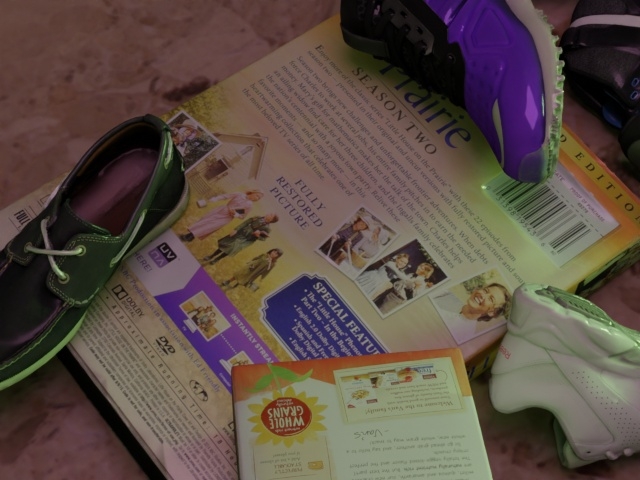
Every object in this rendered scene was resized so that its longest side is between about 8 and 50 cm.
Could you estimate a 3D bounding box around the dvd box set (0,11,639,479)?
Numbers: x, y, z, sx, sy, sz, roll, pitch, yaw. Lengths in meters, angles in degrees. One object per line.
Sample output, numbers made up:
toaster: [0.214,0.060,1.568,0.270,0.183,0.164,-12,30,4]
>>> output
dvd box set: [0.000,0.000,1.152,0.420,0.062,0.307,-34,68,-20]

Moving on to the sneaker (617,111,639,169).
sneaker: [0.330,-0.002,1.158,0.108,0.100,0.271,-41,71,-18]

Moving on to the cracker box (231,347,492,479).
cracker box: [0.029,0.176,0.943,0.155,0.067,0.232,-4,42,-4]

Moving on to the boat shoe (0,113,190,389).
boat shoe: [-0.181,0.005,1.059,0.084,0.079,0.233,35,66,14]

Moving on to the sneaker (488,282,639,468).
sneaker: [0.221,0.119,1.096,0.232,0.090,0.115,24,104,-9]

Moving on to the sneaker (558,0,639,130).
sneaker: [0.298,-0.129,1.244,0.217,0.079,0.121,19,64,16]

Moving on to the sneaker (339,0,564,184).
sneaker: [0.091,-0.155,1.161,0.146,0.102,0.293,-10,55,-4]
